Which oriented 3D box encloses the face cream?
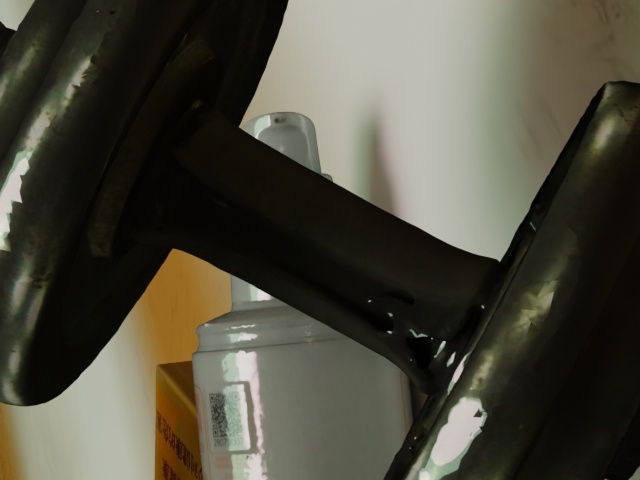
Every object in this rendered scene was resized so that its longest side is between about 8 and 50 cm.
[{"bbox_3d":[-0.008,0.068,0.776,0.101,0.101,0.251,167,98,-68],"label":"face cream"}]

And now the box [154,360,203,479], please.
[{"bbox_3d":[-0.043,0.200,0.939,0.152,0.070,0.237,-144,51,-62],"label":"box"}]

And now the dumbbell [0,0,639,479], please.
[{"bbox_3d":[0.000,0.000,0.551,0.192,0.290,0.192,-61,-5,-10],"label":"dumbbell"}]
